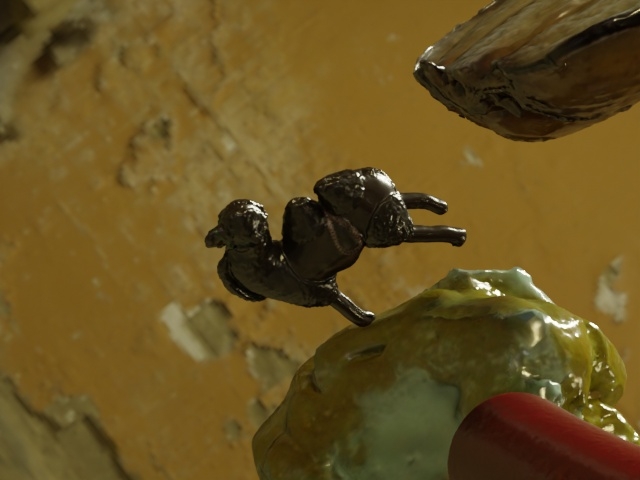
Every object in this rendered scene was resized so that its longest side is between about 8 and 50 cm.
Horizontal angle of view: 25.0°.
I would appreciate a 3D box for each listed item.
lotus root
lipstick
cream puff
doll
[{"bbox_3d":[0.200,-0.137,0.709,0.078,0.329,0.167,63,-16,-21],"label":"lotus root"},{"bbox_3d":[0.131,0.127,0.678,0.080,0.080,0.241,52,-9,-12],"label":"lipstick"},{"bbox_3d":[0.147,0.216,1.326,0.378,0.378,0.275,51,10,36],"label":"cream puff"},{"bbox_3d":[0.000,0.000,1.001,0.165,0.139,0.057,26,30,-43],"label":"doll"}]
